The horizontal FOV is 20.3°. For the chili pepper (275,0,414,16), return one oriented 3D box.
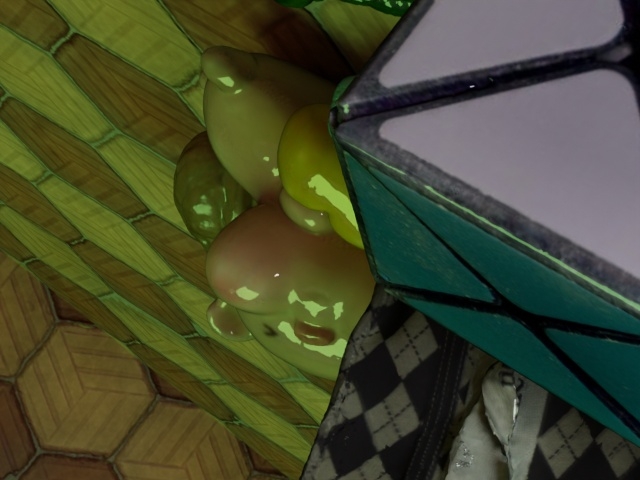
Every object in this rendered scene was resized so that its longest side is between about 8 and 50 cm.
[{"bbox_3d":[0.023,-0.195,1.302,0.100,0.074,0.257,-11,-154,-42],"label":"chili pepper"}]

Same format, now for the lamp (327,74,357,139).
[{"bbox_3d":[0.136,-0.056,1.303,0.284,0.147,0.209,36,-173,24],"label":"lamp"}]

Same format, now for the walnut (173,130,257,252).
[{"bbox_3d":[-0.071,-0.050,1.819,0.166,0.149,0.166,5,141,4],"label":"walnut"}]

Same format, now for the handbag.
[{"bbox_3d":[0.187,0.172,1.181,0.416,0.317,0.180,4,126,23],"label":"handbag"}]

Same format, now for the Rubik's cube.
[{"bbox_3d":[0.180,-0.054,1.036,0.259,0.255,0.260,29,163,22],"label":"Rubik's cube"}]

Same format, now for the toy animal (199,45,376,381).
[{"bbox_3d":[-0.009,-0.003,1.534,0.345,0.247,0.277,33,-174,15],"label":"toy animal"}]
